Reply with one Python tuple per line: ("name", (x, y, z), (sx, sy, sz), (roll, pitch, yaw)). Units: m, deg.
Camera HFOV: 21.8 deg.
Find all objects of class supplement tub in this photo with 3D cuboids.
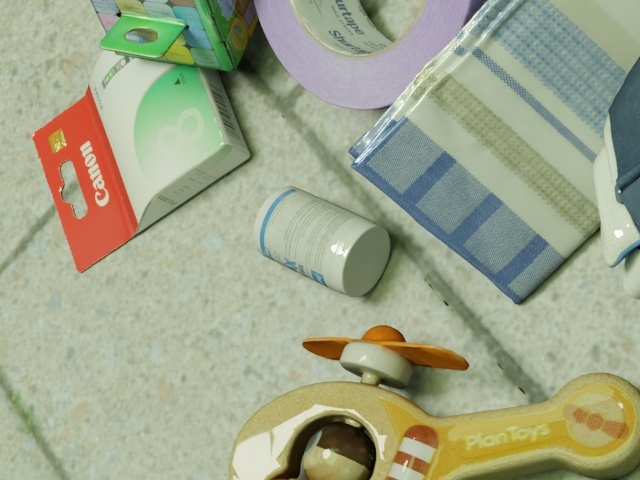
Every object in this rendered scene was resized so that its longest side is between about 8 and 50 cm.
("supplement tub", (0.000, 0.000, 1.470), (0.107, 0.071, 0.071), (26, 90, 34))

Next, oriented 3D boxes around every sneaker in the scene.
("sneaker", (0.310, -0.034, 1.196), (0.236, 0.130, 0.323), (-67, 29, 22))

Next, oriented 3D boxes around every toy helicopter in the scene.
("toy helicopter", (0.093, 0.161, 1.358), (0.355, 0.140, 0.235), (-13, 60, 16))

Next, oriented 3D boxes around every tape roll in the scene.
("tape roll", (0.058, -0.252, 1.432), (0.275, 0.090, 0.274), (9, 103, 45))

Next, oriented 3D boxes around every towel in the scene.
("towel", (0.185, -0.109, 1.340), (0.285, 0.209, 0.034), (-47, 18, 12))

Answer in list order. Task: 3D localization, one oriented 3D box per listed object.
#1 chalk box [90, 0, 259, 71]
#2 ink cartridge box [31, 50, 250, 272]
("chalk box", (-0.131, -0.246, 1.534), (0.132, 0.132, 0.213), (12, 62, 20))
("ink cartridge box", (-0.192, -0.101, 1.625), (0.225, 0.056, 0.181), (-32, 62, 18))
